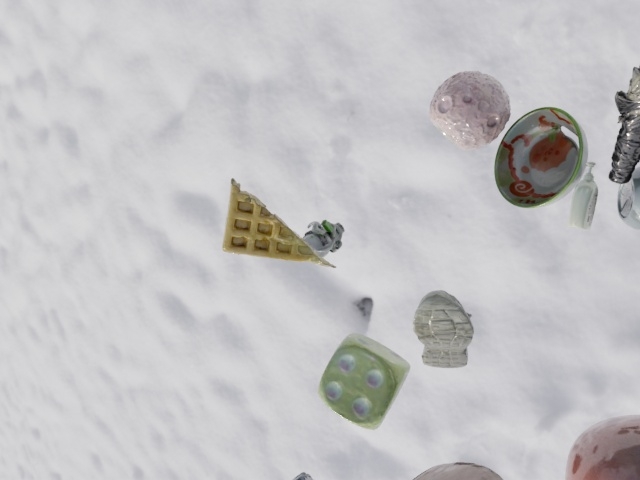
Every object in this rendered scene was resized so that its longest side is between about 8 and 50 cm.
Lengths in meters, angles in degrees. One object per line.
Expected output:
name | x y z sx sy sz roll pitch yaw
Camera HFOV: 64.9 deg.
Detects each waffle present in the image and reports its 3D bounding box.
waffle | -0.054 -0.024 0.799 0.191 0.032 0.125 7 104 -13

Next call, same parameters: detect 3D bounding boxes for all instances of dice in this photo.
dice | 0.156 0.487 1.776 0.250 0.254 0.251 29 94 17

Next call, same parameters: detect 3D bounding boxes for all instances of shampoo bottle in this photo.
shampoo bottle | 0.598 -0.102 1.136 0.045 0.077 0.151 17 105 42

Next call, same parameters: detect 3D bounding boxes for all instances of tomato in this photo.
tomato | 0.614 0.460 0.913 0.322 0.322 0.321 6 101 32

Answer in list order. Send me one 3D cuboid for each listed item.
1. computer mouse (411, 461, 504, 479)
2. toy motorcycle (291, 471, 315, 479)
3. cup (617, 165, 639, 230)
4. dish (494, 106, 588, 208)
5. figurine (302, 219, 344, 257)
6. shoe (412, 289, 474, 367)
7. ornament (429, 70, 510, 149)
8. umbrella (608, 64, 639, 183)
computer mouse | 0.059 0.373 0.423 0.200 0.115 0.389 16 69 40
toy motorcycle | 0.080 0.493 0.746 0.172 0.416 0.232 -34 43 -6
cup | 1.062 -0.122 1.469 0.312 0.205 0.205 3 100 12
dish | 0.726 -0.254 1.617 0.324 0.124 0.324 -21 65 58
figurine | 0.000 0.000 1.665 0.147 0.192 0.126 -18 106 49
shoe | 0.224 0.139 0.911 0.100 0.125 0.227 1 140 15
ornament | 0.488 -0.426 1.634 0.225 0.259 0.259 -47 71 14
umbrella | 0.840 -0.308 1.353 0.113 0.106 0.357 -11 134 1
